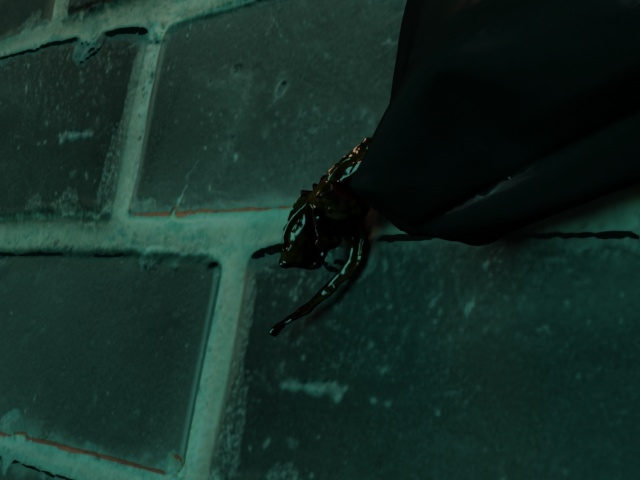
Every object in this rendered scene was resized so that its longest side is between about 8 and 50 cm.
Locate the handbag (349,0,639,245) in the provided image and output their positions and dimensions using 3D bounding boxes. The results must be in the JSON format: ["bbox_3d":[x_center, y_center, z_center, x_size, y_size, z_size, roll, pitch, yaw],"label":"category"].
[{"bbox_3d":[0.169,-0.177,0.818,0.342,0.152,0.288,-25,46,43],"label":"handbag"}]

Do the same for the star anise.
[{"bbox_3d":[0.000,0.000,1.019,0.191,0.070,0.097,-52,15,28],"label":"star anise"}]
